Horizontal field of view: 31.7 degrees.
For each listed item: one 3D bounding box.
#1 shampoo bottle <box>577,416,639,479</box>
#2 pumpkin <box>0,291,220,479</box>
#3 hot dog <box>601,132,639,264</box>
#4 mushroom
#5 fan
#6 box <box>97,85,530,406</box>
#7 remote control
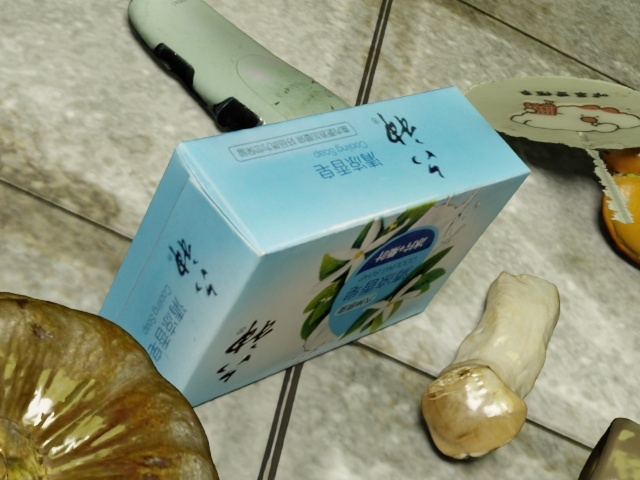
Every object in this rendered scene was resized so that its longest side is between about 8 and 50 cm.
[{"bbox_3d":[0.299,0.215,0.604,0.350,0.126,0.084,25,59,14],"label":"shampoo bottle"},{"bbox_3d":[-0.139,0.109,0.452,0.219,0.162,0.219,15,46,-17],"label":"pumpkin"},{"bbox_3d":[0.371,0.014,0.925,0.337,0.100,0.135,32,40,0],"label":"hot dog"},{"bbox_3d":[0.122,0.071,0.747,0.059,0.054,0.202,35,35,6],"label":"mushroom"},{"bbox_3d":[0.210,-0.079,0.897,0.190,0.009,0.329,3,26,-1],"label":"fan"},{"bbox_3d":[0.000,0.000,0.664,0.232,0.143,0.083,-19,62,-44],"label":"box"},{"bbox_3d":[-0.039,-0.108,0.827,0.256,0.045,0.097,39,38,11],"label":"remote control"}]
